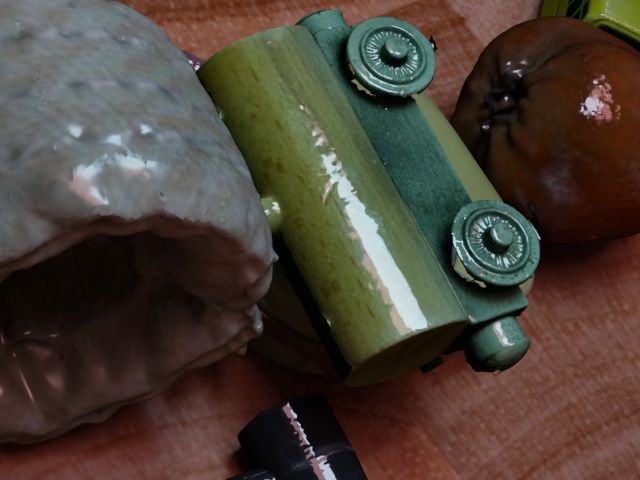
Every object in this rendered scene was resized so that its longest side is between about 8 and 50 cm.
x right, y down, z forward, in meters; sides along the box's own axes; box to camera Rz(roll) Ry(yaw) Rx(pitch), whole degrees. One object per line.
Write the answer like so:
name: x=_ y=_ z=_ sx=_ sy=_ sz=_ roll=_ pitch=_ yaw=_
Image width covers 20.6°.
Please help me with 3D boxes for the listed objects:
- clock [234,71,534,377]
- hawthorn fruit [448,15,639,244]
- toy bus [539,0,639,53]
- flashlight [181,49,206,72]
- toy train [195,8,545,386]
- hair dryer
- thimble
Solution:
clock: x=0.000 y=0.000 z=1.359 sx=0.308 sy=0.096 sz=0.235 roll=-19 pitch=70 yaw=-37
hawthorn fruit: x=0.235 y=-0.080 z=1.496 sx=0.251 sy=0.199 sz=0.199 roll=17 pitch=50 yaw=-34
toy bus: x=0.285 y=-0.231 z=1.643 sx=0.128 sy=0.150 sz=0.262 roll=27 pitch=49 yaw=-12
flashlight: x=-0.082 y=-0.124 z=1.446 sx=0.110 sy=0.052 sz=0.031 roll=26 pitch=85 yaw=-2
toy train: x=0.028 y=-0.025 z=1.263 sx=0.189 sy=0.126 sz=0.307 roll=-21 pitch=71 yaw=-20
hair dryer: x=-0.064 y=0.193 z=1.214 sx=0.219 sy=0.071 sz=0.124 roll=-15 pitch=66 yaw=-28
thimble: x=-0.179 y=-0.012 z=1.141 sx=0.291 sy=0.291 sz=0.195 roll=-5 pitch=57 yaw=-32
